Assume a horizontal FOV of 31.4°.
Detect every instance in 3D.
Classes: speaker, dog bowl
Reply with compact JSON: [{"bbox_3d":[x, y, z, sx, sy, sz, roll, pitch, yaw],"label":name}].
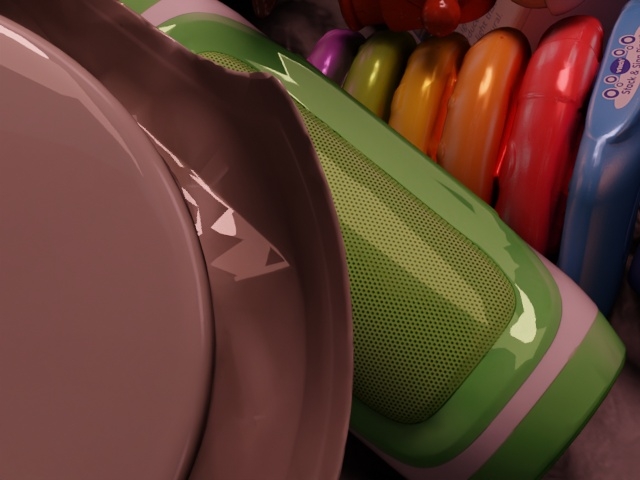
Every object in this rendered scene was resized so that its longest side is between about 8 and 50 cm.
[{"bbox_3d":[0.000,0.000,0.562,0.296,0.131,0.131,39,47,7],"label":"speaker"},{"bbox_3d":[-0.167,0.037,0.406,0.349,0.102,0.348,2,82,-12],"label":"dog bowl"}]

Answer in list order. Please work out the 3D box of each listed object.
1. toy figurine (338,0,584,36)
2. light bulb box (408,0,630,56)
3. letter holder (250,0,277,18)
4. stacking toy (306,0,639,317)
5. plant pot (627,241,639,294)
[{"bbox_3d":[0.057,-0.215,0.562,0.148,0.209,0.213,-4,-5,21],"label":"toy figurine"},{"bbox_3d":[0.202,-0.293,0.862,0.358,0.225,0.361,-7,49,-30],"label":"light bulb box"},{"bbox_3d":[-0.072,-0.236,0.714,0.152,0.214,0.302,5,48,11],"label":"letter holder"},{"bbox_3d":[0.040,-0.066,0.675,0.302,0.165,0.175,13,49,16],"label":"stacking toy"},{"bbox_3d":[0.312,-0.046,0.627,0.236,0.236,0.212,26,33,15],"label":"plant pot"}]
